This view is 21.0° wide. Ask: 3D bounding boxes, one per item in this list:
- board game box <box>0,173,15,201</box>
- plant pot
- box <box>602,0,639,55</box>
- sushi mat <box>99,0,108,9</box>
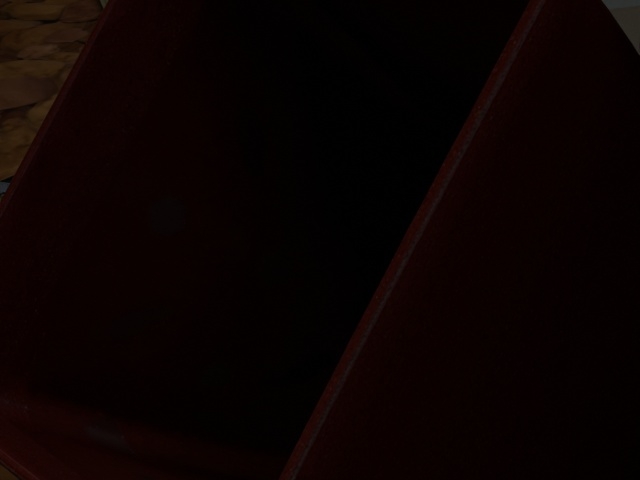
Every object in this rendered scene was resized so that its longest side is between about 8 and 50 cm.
[{"bbox_3d":[-0.156,0.006,1.157,0.136,0.030,0.260,-24,30,-35],"label":"board game box"},{"bbox_3d":[0.026,0.026,0.760,0.236,0.267,0.267,30,-4,-39],"label":"plant pot"},{"bbox_3d":[0.191,-0.093,1.077,0.121,0.148,0.311,23,36,31],"label":"box"},{"bbox_3d":[-0.132,-0.229,1.643,0.151,0.019,0.316,-12,26,-8],"label":"sushi mat"}]
